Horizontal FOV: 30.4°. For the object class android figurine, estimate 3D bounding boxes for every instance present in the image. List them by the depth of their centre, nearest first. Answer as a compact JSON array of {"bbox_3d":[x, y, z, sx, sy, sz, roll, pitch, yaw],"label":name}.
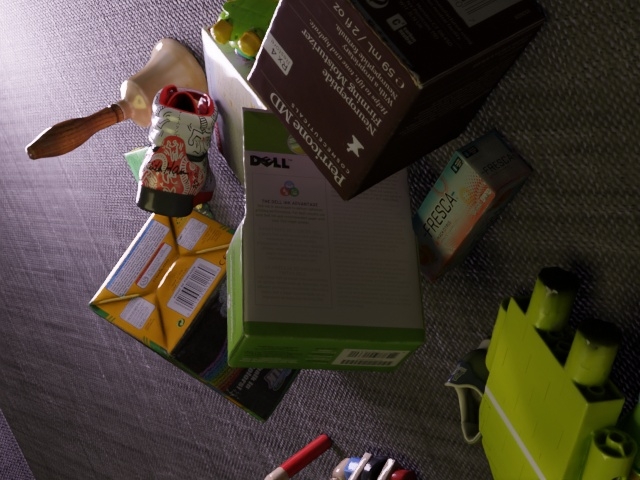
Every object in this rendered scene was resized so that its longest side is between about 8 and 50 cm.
[{"bbox_3d":[0.229,0.171,1.182,0.248,0.056,0.273,-120,31,-52],"label":"android figurine"}]

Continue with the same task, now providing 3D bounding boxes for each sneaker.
[{"bbox_3d":[0.196,0.212,1.332,0.064,0.086,0.192,-1,116,55],"label":"sneaker"},{"bbox_3d":[-0.170,-0.124,1.497,0.270,0.090,0.145,-84,8,-78],"label":"sneaker"}]

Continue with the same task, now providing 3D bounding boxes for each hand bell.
[{"bbox_3d":[-0.272,-0.159,1.527,0.126,0.242,0.126,35,142,33],"label":"hand bell"}]

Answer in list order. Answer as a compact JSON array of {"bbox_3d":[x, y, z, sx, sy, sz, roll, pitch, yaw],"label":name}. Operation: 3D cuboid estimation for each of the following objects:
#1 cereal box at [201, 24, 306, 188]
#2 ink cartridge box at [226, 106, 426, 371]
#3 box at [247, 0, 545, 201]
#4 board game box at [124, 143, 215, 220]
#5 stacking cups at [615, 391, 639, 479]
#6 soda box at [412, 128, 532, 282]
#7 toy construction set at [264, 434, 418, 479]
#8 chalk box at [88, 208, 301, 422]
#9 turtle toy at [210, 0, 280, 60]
[{"bbox_3d":[-0.075,-0.132,1.391,0.240,0.047,0.173,-125,25,-47],"label":"cereal box"},{"bbox_3d":[0.000,0.000,1.238,0.097,0.188,0.255,122,148,-62],"label":"ink cartridge box"},{"bbox_3d":[0.064,-0.179,1.101,0.168,0.167,0.203,51,148,12],"label":"box"},{"bbox_3d":[-0.199,-0.025,1.748,0.136,0.030,0.260,-5,113,58],"label":"board game box"},{"bbox_3d":[0.333,0.138,1.062,0.096,0.096,0.316,41,145,26],"label":"stacking cups"},{"bbox_3d":[0.145,-0.032,1.219,0.063,0.058,0.183,50,148,14],"label":"soda box"},{"bbox_3d":[0.022,0.431,1.625,0.309,0.237,0.258,36,142,34],"label":"toy construction set"},{"bbox_3d":[-0.122,0.105,1.554,0.179,0.180,0.289,26,167,40],"label":"chalk box"},{"bbox_3d":[-0.073,-0.241,1.331,0.130,0.095,0.066,28,159,41],"label":"turtle toy"}]
